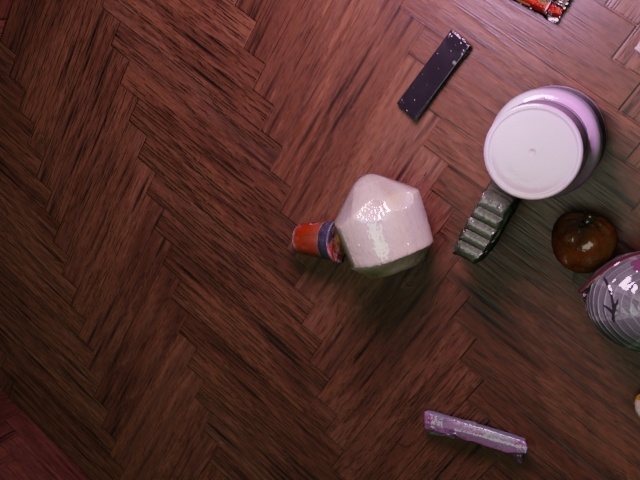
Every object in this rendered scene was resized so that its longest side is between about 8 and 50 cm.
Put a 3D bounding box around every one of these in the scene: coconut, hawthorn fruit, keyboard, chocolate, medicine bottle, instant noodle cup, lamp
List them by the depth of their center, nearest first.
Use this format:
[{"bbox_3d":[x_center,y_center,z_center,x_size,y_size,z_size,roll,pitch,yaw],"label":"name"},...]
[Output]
[{"bbox_3d":[0.490,-0.212,1.542,0.241,0.302,0.241,7,107,25],"label":"medicine bottle"},{"bbox_3d":[0.722,0.136,1.566,0.265,0.233,0.233,-14,97,4],"label":"lamp"},{"bbox_3d":[0.482,-0.570,1.611,0.182,0.028,0.086,30,122,18],"label":"chocolate"},{"bbox_3d":[0.610,0.008,1.654,0.149,0.149,0.189,34,156,15],"label":"hawthorn fruit"},{"bbox_3d":[0.283,-0.411,1.757,0.072,0.023,0.231,46,118,17],"label":"keyboard"},{"bbox_3d":[0.155,-0.044,1.797,0.237,0.237,0.265,-12,98,29],"label":"coconut"},{"bbox_3d":[0.000,-0.002,1.961,0.136,0.127,0.127,3,105,35],"label":"instant noodle cup"}]

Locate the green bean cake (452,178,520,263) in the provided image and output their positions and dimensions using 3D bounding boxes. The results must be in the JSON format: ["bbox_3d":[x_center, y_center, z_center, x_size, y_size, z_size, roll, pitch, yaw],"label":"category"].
[{"bbox_3d":[0.400,-0.046,1.699,0.094,0.185,0.183,32,114,14],"label":"green bean cake"}]

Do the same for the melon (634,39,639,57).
[{"bbox_3d":[0.720,-0.384,1.496,0.093,0.139,0.202,11,112,48],"label":"melon"}]

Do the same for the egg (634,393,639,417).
[{"bbox_3d":[0.797,0.401,1.684,0.083,0.071,0.071,0,103,24],"label":"egg"}]

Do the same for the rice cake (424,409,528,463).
[{"bbox_3d":[0.419,0.536,1.922,0.290,0.051,0.081,13,108,24],"label":"rice cake"}]
